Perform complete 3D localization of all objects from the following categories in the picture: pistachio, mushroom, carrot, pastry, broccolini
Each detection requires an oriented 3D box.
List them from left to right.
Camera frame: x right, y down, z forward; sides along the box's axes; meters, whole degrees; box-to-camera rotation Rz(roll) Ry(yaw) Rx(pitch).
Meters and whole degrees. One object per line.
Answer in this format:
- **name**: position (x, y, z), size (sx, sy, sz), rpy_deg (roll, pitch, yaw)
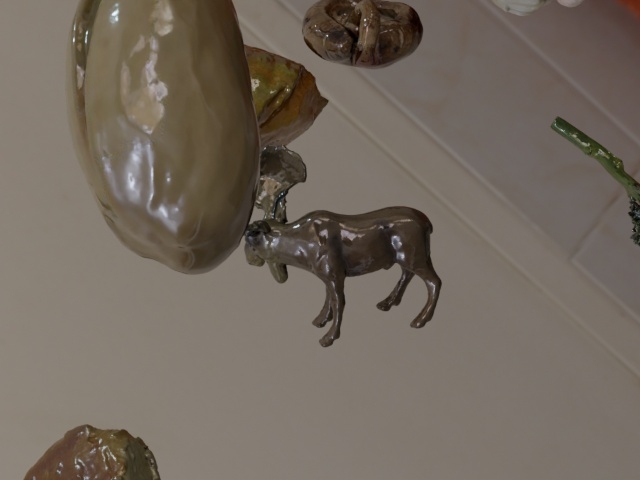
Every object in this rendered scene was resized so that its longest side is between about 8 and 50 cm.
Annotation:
- **pastry**: position (-0.297, 0.355, 1.578), size (0.218, 0.229, 0.100), rpy_deg (-57, -40, -6)
- **pistachio**: position (-0.101, -0.089, 0.793), size (0.136, 0.226, 0.136), rpy_deg (-8, -8, -1)
- **carrot**: position (-0.164, -0.185, 1.784), size (0.241, 0.340, 0.241), rpy_deg (-160, 90, -80)
- **mushroom**: position (0.047, -0.228, 1.326), size (0.135, 0.080, 0.170), rpy_deg (-4, 15, 1)
- **broccolini**: position (0.342, -0.063, 1.396), size (0.062, 0.271, 0.123), rpy_deg (-48, -36, 12)

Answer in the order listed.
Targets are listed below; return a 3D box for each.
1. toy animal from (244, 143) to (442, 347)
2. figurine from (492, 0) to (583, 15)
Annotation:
- **toy animal**: position (0.000, 0.000, 1.140), size (0.214, 0.186, 0.094), rpy_deg (-11, 19, -1)
- **figurine**: position (0.287, -0.351, 1.426), size (0.256, 0.182, 0.144), rpy_deg (-31, -27, 21)
